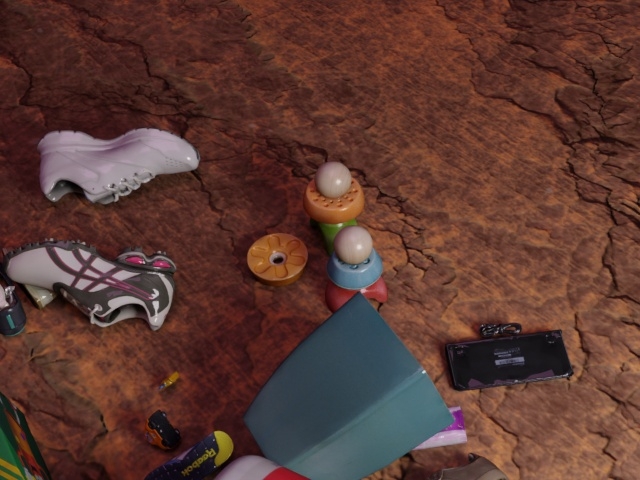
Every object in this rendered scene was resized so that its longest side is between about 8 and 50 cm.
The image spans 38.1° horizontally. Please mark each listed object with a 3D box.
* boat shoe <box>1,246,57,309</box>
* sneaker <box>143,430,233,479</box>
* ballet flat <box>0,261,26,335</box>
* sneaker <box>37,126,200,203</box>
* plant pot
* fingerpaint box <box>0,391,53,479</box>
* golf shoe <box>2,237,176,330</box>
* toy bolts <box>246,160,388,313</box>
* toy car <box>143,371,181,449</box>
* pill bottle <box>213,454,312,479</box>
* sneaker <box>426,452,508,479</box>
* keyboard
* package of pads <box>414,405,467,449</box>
[{"bbox_3d":[-0.481,0.057,1.532,0.045,0.050,0.135,-31,64,-25],"label":"boat shoe"},{"bbox_3d":[-0.180,0.316,1.285,0.144,0.059,0.053,-31,84,-2],"label":"sneaker"},{"bbox_3d":[-0.538,0.070,1.508,0.074,0.074,0.203,-30,53,-20],"label":"ballet flat"},{"bbox_3d":[-0.361,-0.125,1.658,0.297,0.111,0.129,-4,65,6],"label":"sneaker"},{"bbox_3d":[0.026,0.226,1.261,0.234,0.165,0.166,-36,50,-3],"label":"plant pot"},{"bbox_3d":[-0.523,0.428,1.100,0.444,0.163,0.371,-31,54,-10],"label":"fingerpaint box"},{"bbox_3d":[-0.367,0.069,1.457,0.272,0.105,0.120,5,65,-6],"label":"golf shoe"},{"bbox_3d":[0.000,0.000,1.468,0.218,0.158,0.228,-24,52,-15],"label":"toy bolts"},{"bbox_3d":[-0.225,0.255,1.360,0.040,0.060,0.122,-36,19,30],"label":"toy car"},{"bbox_3d":[0.044,0.426,1.053,0.407,0.229,0.229,21,54,19],"label":"pill bottle"},{"bbox_3d":[0.158,0.349,1.232,0.188,0.066,0.071,-23,35,-22],"label":"sneaker"},{"bbox_3d":[0.280,0.170,1.393,0.180,0.023,0.108,-7,56,-2],"label":"keyboard"},{"bbox_3d":[0.163,0.266,1.311,0.083,0.032,0.050,-7,52,-2],"label":"package of pads"}]
